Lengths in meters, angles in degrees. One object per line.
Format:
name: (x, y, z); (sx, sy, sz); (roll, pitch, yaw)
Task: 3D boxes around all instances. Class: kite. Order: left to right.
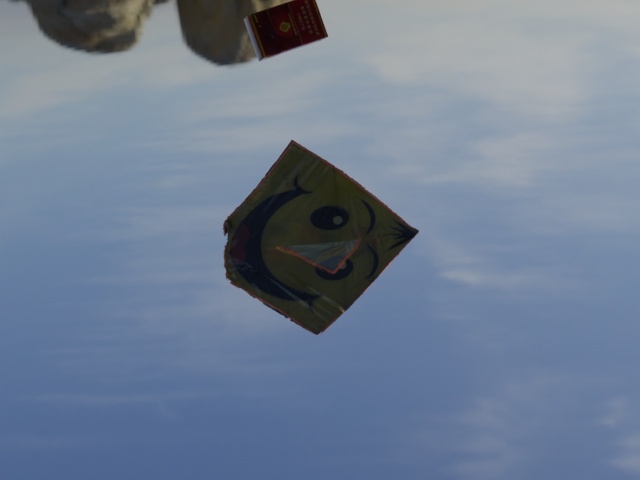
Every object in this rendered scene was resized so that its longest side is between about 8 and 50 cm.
kite: (0.000, 0.001, 1.782); (0.327, 0.378, 0.013); (-4, -150, -2)

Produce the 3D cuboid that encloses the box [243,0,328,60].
box: (-0.039, -0.237, 1.210); (0.082, 0.052, 0.023); (-21, -175, -14)
